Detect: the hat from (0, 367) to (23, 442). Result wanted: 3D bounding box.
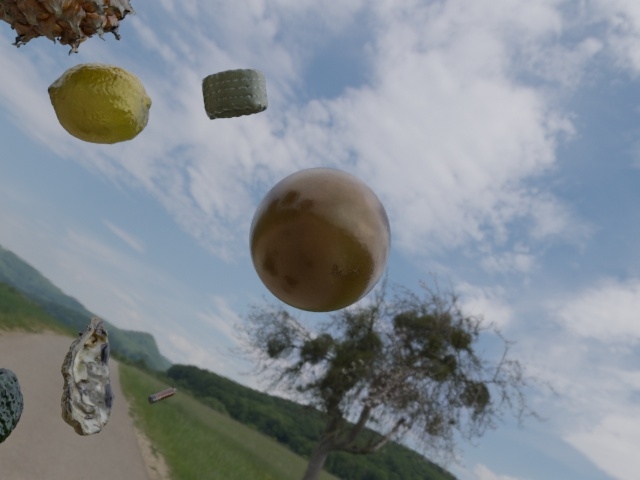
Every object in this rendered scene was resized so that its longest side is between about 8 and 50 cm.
[{"bbox_3d":[-0.838,0.326,1.283,0.274,0.242,0.333,4,-66,67],"label":"hat"}]

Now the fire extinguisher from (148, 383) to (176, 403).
[{"bbox_3d":[-0.404,0.396,1.458,0.022,0.083,0.028,-24,-98,41],"label":"fire extinguisher"}]

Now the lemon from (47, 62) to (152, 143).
[{"bbox_3d":[-0.465,-0.292,1.207,0.181,0.193,0.181,58,-19,33],"label":"lemon"}]

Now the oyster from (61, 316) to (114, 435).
[{"bbox_3d":[-0.527,0.299,1.286,0.128,0.078,0.345,42,15,-34],"label":"oyster"}]

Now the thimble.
[{"bbox_3d":[-0.136,-0.226,0.877,0.109,0.062,0.084,-4,4,31],"label":"thimble"}]

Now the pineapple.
[{"bbox_3d":[-0.513,-0.562,1.064,0.352,0.352,0.300,30,-24,1],"label":"pineapple"}]

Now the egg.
[{"bbox_3d":[0.000,0.000,1.119,0.282,0.283,0.351,32,-16,-3],"label":"egg"}]
